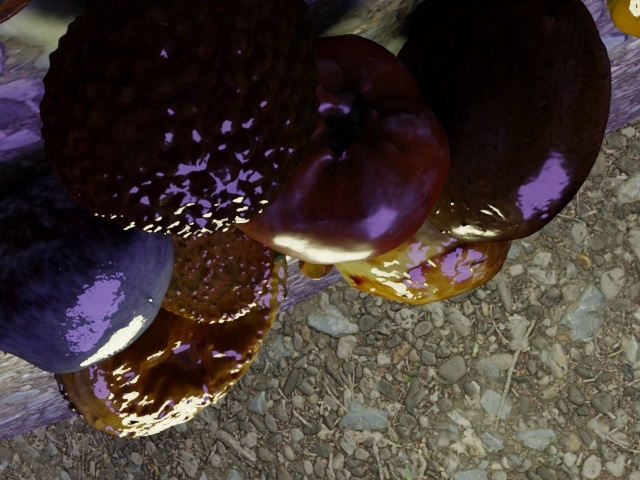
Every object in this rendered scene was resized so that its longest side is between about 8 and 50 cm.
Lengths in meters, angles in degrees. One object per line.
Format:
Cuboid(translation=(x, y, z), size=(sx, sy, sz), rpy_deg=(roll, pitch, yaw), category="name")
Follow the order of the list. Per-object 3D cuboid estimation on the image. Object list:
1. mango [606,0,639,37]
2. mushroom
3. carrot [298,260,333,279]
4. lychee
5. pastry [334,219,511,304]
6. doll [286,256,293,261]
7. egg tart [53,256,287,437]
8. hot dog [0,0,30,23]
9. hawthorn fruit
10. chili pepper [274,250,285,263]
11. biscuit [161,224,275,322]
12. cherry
Cuboid(translation=(0.467, -0.367, 1.186), size=(0.187, 0.144, 0.359), rpy_deg=(-26, 168, -12), category="mango")
Cuboid(translation=(0.203, -0.157, 1.173), size=(0.239, 0.345, 0.345), rpy_deg=(-4, 169, -2), category="mushroom")
Cuboid(translation=(0.000, 0.000, 1.915), size=(0.070, 0.070, 0.260), rpy_deg=(-28, -161, 16), category="carrot")
Cuboid(translation=(-0.112, -0.123, 0.801), size=(0.236, 0.236, 0.271), rpy_deg=(-14, 143, -51), category="lychee")
Cuboid(translation=(0.190, -0.037, 1.766), size=(0.389, 0.312, 0.388), rpy_deg=(-22, 167, -6), category="pastry")
Cuboid(translation=(-0.118, 0.018, 1.894), size=(0.154, 0.119, 0.278), rpy_deg=(-38, 178, -7), category="doll")
Cuboid(translation=(-0.246, 0.096, 1.490), size=(0.443, 0.178, 0.443), rpy_deg=(-28, 131, -37), category="egg tart")
Cuboid(translation=(-0.303, -0.144, 0.637), size=(0.250, 0.068, 0.100), rpy_deg=(-24, 170, -9), category="hot dog")
Cuboid(translation=(0.001, -0.096, 1.067), size=(0.284, 0.284, 0.284), rpy_deg=(-24, 171, -4), category="hawthorn fruit")
Cuboid(translation=(-0.089, 0.000, 1.391), size=(0.253, 0.083, 0.099), rpy_deg=(-25, -153, -38), category="chili pepper")
Cuboid(translation=(-0.175, 0.001, 1.233), size=(0.254, 0.254, 0.035), rpy_deg=(-31, -168, 34), category="biscuit")
Cuboid(translation=(-0.308, 0.039, 1.144), size=(0.296, 0.218, 0.255), rpy_deg=(-38, 136, 27), category="cherry")
